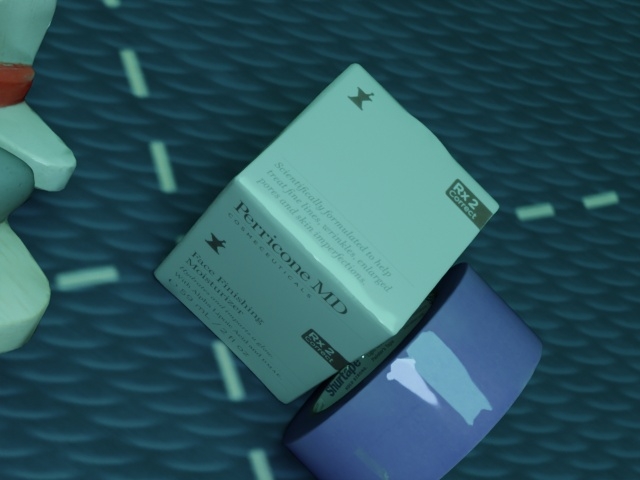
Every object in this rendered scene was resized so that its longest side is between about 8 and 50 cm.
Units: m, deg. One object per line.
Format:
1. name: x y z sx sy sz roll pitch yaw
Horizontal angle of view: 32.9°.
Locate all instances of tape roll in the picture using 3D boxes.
1. tape roll: 0.066 0.108 0.789 0.080 0.189 0.189 45 56 -2

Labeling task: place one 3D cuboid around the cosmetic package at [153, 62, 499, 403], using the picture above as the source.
1. cosmetic package: 0.000 0.000 0.808 0.151 0.184 0.151 44 56 -2

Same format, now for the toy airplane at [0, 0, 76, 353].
1. toy airplane: -0.321 -0.112 0.642 0.386 0.272 0.384 11 43 -7
